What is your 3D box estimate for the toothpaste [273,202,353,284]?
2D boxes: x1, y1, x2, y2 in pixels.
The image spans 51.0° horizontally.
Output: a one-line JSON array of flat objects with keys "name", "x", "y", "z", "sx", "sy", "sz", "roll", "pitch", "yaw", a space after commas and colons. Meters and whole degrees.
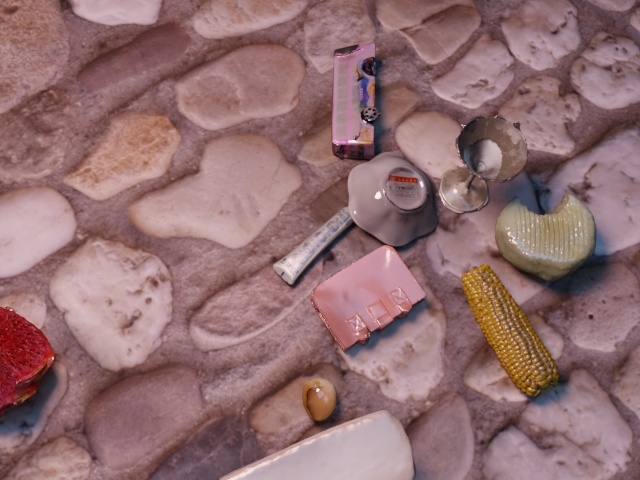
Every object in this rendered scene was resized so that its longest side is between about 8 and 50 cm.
[{"name": "toothpaste", "x": 0.000, "y": 0.000, "z": 1.468, "sx": 0.239, "sy": 0.039, "sz": 0.062, "roll": -43, "pitch": 78, "yaw": -16}]

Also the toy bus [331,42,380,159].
[{"name": "toy bus", "x": 0.083, "y": -0.328, "z": 1.564, "sx": 0.112, "sy": 0.090, "sz": 0.274, "roll": 0, "pitch": 69, "yaw": 5}]

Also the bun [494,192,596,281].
[{"name": "bun", "x": 0.488, "y": -0.011, "z": 1.467, "sx": 0.213, "sy": 0.126, "sz": 0.203, "roll": 24, "pitch": 71, "yaw": 11}]

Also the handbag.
[{"name": "handbag", "x": 0.099, "y": 0.122, "z": 1.424, "sx": 0.212, "sy": 0.059, "sz": 0.157, "roll": -32, "pitch": 75, "yaw": -13}]

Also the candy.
[{"name": "candy", "x": -0.018, "y": 0.440, "z": 1.226, "sx": 0.359, "sy": 0.208, "sz": 0.145, "roll": -20, "pitch": 75, "yaw": -12}]

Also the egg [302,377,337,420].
[{"name": "egg", "x": -0.002, "y": 0.318, "z": 1.342, "sx": 0.071, "sy": 0.071, "sz": 0.083, "roll": 2, "pitch": 85, "yaw": -4}]

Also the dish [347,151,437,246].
[{"name": "dish", "x": 0.173, "y": -0.104, "z": 1.475, "sx": 0.229, "sy": 0.081, "sz": 0.229, "roll": 6, "pitch": 70, "yaw": -16}]

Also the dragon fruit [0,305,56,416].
[{"name": "dragon fruit", "x": -0.623, "y": 0.238, "z": 1.302, "sx": 0.274, "sy": 0.126, "sz": 0.161, "roll": 35, "pitch": 109, "yaw": 26}]

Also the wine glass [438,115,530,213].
[{"name": "wine glass", "x": 0.338, "y": -0.151, "z": 1.447, "sx": 0.156, "sy": 0.232, "sz": 0.156, "roll": 1, "pitch": 72, "yaw": -3}]

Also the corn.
[{"name": "corn", "x": 0.395, "y": 0.194, "z": 1.402, "sx": 0.101, "sy": 0.101, "sz": 0.310, "roll": -27, "pitch": 77, "yaw": -13}]
